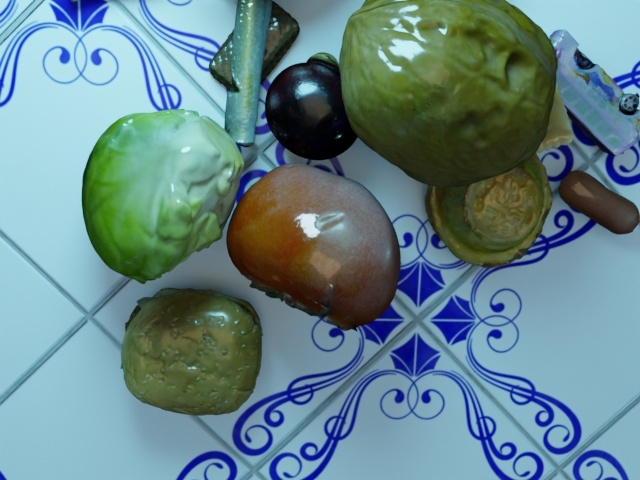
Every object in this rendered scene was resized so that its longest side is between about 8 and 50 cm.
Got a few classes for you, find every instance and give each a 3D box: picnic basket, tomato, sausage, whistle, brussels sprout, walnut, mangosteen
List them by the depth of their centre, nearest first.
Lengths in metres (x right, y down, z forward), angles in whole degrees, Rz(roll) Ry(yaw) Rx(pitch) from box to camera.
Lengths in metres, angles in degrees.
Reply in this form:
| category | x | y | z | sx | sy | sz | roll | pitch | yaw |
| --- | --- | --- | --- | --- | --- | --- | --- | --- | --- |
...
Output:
| category | x | y | z | sx | sy | sz | roll | pitch | yaw |
| --- | --- | --- | --- | --- | --- | --- | --- | --- | --- |
| walnut | 0.216 | -0.280 | 1.104 | 0.397 | 0.354 | 0.308 | 21 | 142 | -25 |
| brussels sprout | -0.283 | -0.085 | 1.180 | 0.343 | 0.268 | 0.345 | -5 | 80 | 34 |
| tomato | 0.000 | 0.000 | 1.203 | 0.341 | 0.341 | 0.273 | 25 | 83 | -8 |
| whistle | -0.137 | -0.341 | 1.211 | 0.067 | 0.057 | 0.327 | 8 | 99 | -5 |
| mangosteen | 0.002 | -0.267 | 1.236 | 0.194 | 0.194 | 0.231 | 36 | 71 | -9 |
| picnic basket | -0.131 | -0.379 | 1.261 | 0.110 | 0.055 | 0.193 | 39 | 97 | -9 |
| sausage | 0.588 | -0.079 | 1.354 | 0.194 | 0.077 | 0.077 | 29 | 97 | -8 |

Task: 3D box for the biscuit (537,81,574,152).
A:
| category | x | y | z | sx | sy | sz | roll | pitch | yaw |
| --- | --- | --- | --- | --- | --- | --- | --- | --- | --- |
| biscuit | 0.351 | -0.223 | 1.257 | 0.249 | 0.030 | 0.160 | -14 | 61 | 18 |

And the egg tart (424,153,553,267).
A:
| category | x | y | z | sx | sy | sz | roll | pitch | yaw |
| --- | --- | --- | --- | --- | --- | --- | --- | --- | --- |
| egg tart | 0.355 | -0.077 | 1.320 | 0.288 | 0.118 | 0.289 | -1 | 103 | -5 |

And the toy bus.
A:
| category | x | y | z | sx | sy | sz | roll | pitch | yaw |
| --- | --- | --- | --- | --- | --- | --- | --- | --- | --- |
| toy bus | 0.545 | -0.298 | 1.305 | 0.274 | 0.090 | 0.112 | 42 | 103 | -8 |

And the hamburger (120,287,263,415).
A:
| category | x | y | z | sx | sy | sz | roll | pitch | yaw |
| --- | --- | --- | --- | --- | --- | --- | --- | --- | --- |
| hamburger | -0.261 | 0.228 | 1.314 | 0.282 | 0.144 | 0.260 | 3 | 102 | 1 |
